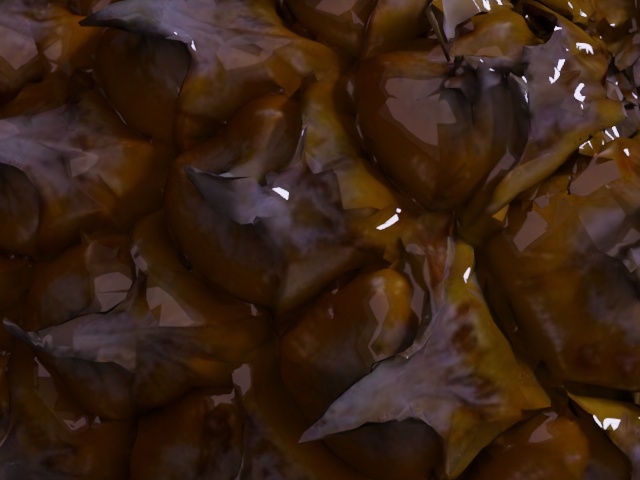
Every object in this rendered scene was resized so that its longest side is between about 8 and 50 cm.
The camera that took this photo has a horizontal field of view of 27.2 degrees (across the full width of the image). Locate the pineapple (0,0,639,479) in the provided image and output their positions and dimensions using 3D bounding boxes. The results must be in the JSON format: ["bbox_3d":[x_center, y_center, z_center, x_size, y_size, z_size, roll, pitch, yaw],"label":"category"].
[{"bbox_3d":[0.001,0.003,0.499,0.300,0.352,0.352,-10,55,18],"label":"pineapple"}]
